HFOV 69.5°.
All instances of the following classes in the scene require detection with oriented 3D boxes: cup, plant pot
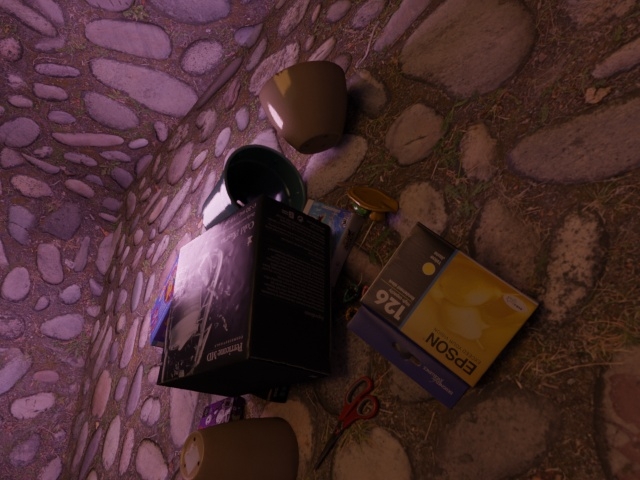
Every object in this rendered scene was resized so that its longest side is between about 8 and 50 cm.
[{"bbox_3d":[-0.036,-0.460,1.696,0.331,0.331,0.237,-26,75,41],"label":"cup"},{"bbox_3d":[-0.248,0.628,1.322,0.256,0.274,0.256,-28,51,40],"label":"plant pot"},{"bbox_3d":[-0.287,-0.143,1.799,0.334,0.341,0.341,-31,48,48],"label":"plant pot"}]

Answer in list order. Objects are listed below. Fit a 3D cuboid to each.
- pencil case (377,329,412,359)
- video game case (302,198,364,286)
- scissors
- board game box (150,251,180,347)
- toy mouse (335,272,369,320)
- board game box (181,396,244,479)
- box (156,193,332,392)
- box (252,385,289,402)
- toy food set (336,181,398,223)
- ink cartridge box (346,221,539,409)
[{"bbox_3d":[0.238,0.156,1.116,0.273,0.124,0.113,-58,41,11],"label":"pencil case"},{"bbox_3d":[0.000,0.000,1.558,0.269,0.061,0.244,22,89,54],"label":"video game case"},{"bbox_3d":[0.054,0.492,1.244,0.297,0.021,0.109,-51,41,20],"label":"scissors"},{"bbox_3d":[-0.611,0.244,1.935,0.347,0.078,0.233,-60,30,17],"label":"board game box"},{"bbox_3d":[0.117,0.166,1.338,0.161,0.031,0.143,-13,61,47],"label":"toy mouse"},{"bbox_3d":[-0.371,0.711,1.552,0.208,0.056,0.346,-38,30,38],"label":"board game box"},{"bbox_3d":[-0.224,0.194,1.409,0.480,0.297,0.471,-27,52,40],"label":"box"},{"bbox_3d":[-0.177,0.356,1.559,0.257,0.079,0.322,0,69,49],"label":"box"},{"bbox_3d":[0.145,-0.110,1.415,0.218,0.128,0.071,48,138,50],"label":"toy food set"},{"bbox_3d":[0.249,0.166,1.017,0.304,0.072,0.307,36,99,17],"label":"ink cartridge box"}]
